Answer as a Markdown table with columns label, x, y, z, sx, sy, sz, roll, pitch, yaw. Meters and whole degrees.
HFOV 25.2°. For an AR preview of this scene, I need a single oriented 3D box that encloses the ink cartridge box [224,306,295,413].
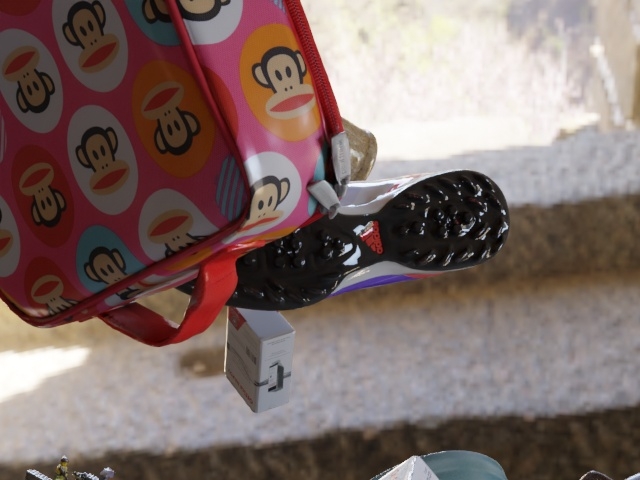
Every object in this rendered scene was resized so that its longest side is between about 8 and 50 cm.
| label | x | y | z | sx | sy | sz | roll | pitch | yaw |
| --- | --- | --- | --- | --- | --- | --- | --- | --- | --- |
| ink cartridge box | -0.086 | 0.156 | 1.986 | 0.056 | 0.135 | 0.099 | -16 | 42 | -27 |

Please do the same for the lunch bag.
| label | x | y | z | sx | sy | sz | roll | pitch | yaw |
| --- | --- | --- | --- | --- | --- | --- | --- | --- | --- |
| lunch bag | -0.120 | -0.062 | 0.872 | 0.120 | 0.258 | 0.293 | -21 | 0 | -43 |

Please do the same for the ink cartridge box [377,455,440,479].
| label | x | y | z | sx | sy | sz | roll | pitch | yaw |
| --- | --- | --- | --- | --- | --- | --- | --- | --- | --- |
| ink cartridge box | 0.050 | 0.371 | 1.704 | 0.218 | 0.092 | 0.158 | -39 | 6 | 16 |

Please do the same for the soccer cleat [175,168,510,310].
| label | x | y | z | sx | sy | sz | roll | pitch | yaw |
| --- | --- | --- | --- | --- | --- | --- | --- | --- | --- |
| soccer cleat | 0.000 | 0.000 | 1.192 | 0.318 | 0.108 | 0.116 | -7 | -4 | -26 |

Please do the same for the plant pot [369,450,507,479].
| label | x | y | z | sx | sy | sz | roll | pitch | yaw |
| --- | --- | --- | --- | --- | --- | --- | --- | --- | --- |
| plant pot | 0.161 | 0.453 | 1.918 | 0.293 | 0.293 | 0.196 | -15 | 45 | -15 |

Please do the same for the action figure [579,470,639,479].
| label | x | y | z | sx | sy | sz | roll | pitch | yaw |
| --- | --- | --- | --- | --- | --- | --- | --- | --- | --- |
| action figure | 0.300 | 0.139 | 0.991 | 0.330 | 0.178 | 0.341 | -29 | 72 | -34 |

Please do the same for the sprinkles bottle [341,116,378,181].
| label | x | y | z | sx | sy | sz | roll | pitch | yaw |
| --- | --- | --- | --- | --- | --- | --- | --- | --- | --- |
| sprinkles bottle | -0.087 | -0.179 | 1.955 | 0.355 | 0.121 | 0.121 | 30 | 21 | -29 |

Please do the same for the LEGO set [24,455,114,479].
| label | x | y | z | sx | sy | sz | roll | pitch | yaw |
| --- | --- | --- | --- | --- | --- | --- | --- | --- | --- |
| LEGO set | -0.302 | 0.342 | 1.564 | 0.331 | 0.192 | 0.255 | 15 | 1 | -39 |
